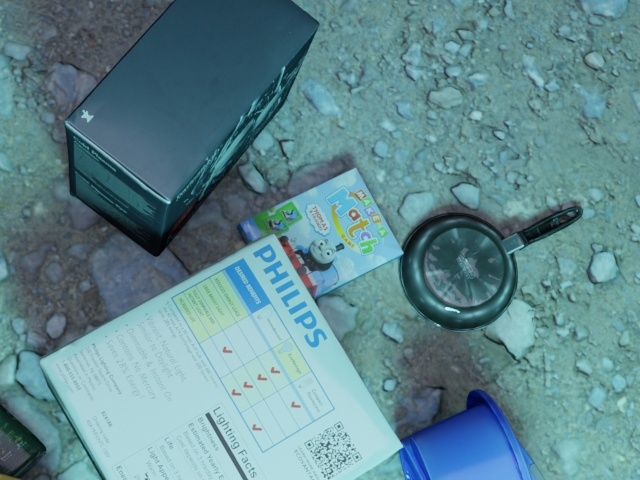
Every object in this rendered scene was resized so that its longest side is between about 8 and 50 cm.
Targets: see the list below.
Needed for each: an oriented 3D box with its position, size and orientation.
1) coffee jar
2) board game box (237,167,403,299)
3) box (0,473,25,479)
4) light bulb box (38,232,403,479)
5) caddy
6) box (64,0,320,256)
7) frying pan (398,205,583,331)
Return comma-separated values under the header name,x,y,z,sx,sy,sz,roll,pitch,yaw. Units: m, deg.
name,x,y,z,sx,sy,sz,roll,pitch,yaw
coffee jar,-0.480,0.261,1.556,0.096,0.079,0.184,-42,87,-15
board game box,0.000,0.000,1.734,0.212,0.039,0.160,-26,81,-17
box,-0.491,0.418,1.422,0.345,0.168,0.215,16,45,-4
light bulb box,-0.143,0.243,1.546,0.361,0.225,0.357,-29,82,-17
caddy,0.244,0.386,1.576,0.179,0.241,0.341,-16,80,-8
box,-0.193,-0.186,1.604,0.179,0.312,0.343,37,73,0
frying pan,0.287,0.043,1.775,0.326,0.053,0.197,-4,77,-8
